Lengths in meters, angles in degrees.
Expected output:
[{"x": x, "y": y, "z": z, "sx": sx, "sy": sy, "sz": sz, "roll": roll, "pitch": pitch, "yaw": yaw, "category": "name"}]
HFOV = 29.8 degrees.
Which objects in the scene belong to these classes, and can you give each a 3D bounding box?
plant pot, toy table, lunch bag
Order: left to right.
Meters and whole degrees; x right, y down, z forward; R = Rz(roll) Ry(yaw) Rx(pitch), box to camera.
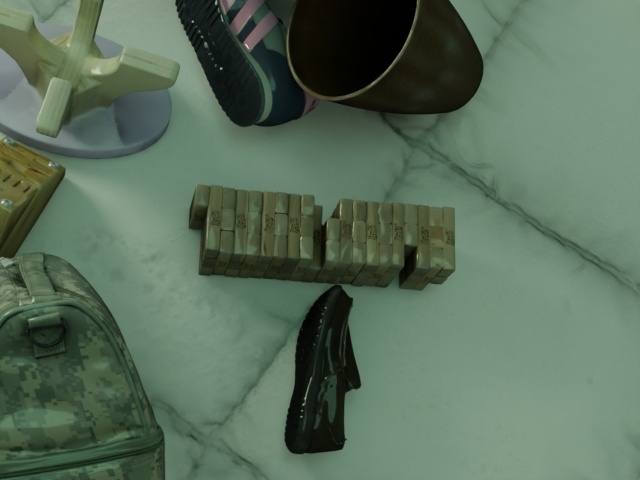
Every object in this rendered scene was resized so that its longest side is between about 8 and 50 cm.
[{"x": -0.289, "y": 0.156, "z": 1.273, "sx": 0.213, "sy": 0.305, "sz": 0.256, "roll": -5, "pitch": 99, "yaw": -16, "category": "lunch bag"}, {"x": -0.316, "y": -0.216, "z": 1.514, "sx": 0.274, "sy": 0.161, "sz": 0.252, "roll": 6, "pitch": 69, "yaw": -13, "category": "toy table"}, {"x": 0.109, "y": -0.255, "z": 1.598, "sx": 0.230, "sy": 0.215, "sz": 0.215, "roll": 19, "pitch": 60, "yaw": -48, "category": "plant pot"}]

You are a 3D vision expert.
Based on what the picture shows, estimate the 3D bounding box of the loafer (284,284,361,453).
[{"x": 0.012, "y": 0.164, "z": 1.500, "sx": 0.078, "sy": 0.080, "sz": 0.220, "roll": 18, "pitch": 71, "yaw": -17, "category": "loafer"}]

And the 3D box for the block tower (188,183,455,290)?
[{"x": 0.000, "y": 0.000, "z": 1.545, "sx": 0.336, "sy": 0.091, "sz": 0.097, "roll": 6, "pitch": 68, "yaw": -11, "category": "block tower"}]

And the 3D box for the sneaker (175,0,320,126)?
[{"x": -0.104, "y": -0.293, "z": 1.641, "sx": 0.131, "sy": 0.112, "sz": 0.319, "roll": -6, "pitch": 68, "yaw": -40, "category": "sneaker"}]

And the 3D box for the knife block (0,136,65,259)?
[{"x": -0.428, "y": 0.023, "z": 1.448, "sx": 0.088, "sy": 0.242, "sz": 0.275, "roll": 29, "pitch": 21, "yaw": -3, "category": "knife block"}]
